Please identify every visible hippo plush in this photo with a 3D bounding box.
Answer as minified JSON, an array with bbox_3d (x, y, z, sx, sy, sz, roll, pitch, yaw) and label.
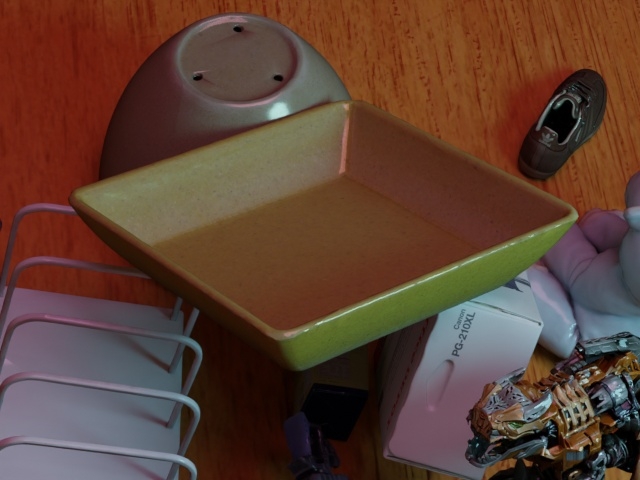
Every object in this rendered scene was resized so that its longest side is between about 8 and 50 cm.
[{"bbox_3d":[0.306,0.027,2.026,0.234,0.236,0.294,23,49,0],"label":"hippo plush"}]

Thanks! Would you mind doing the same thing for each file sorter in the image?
[{"bbox_3d":[-0.209,0.124,1.822,0.193,0.173,0.277,9,50,-12],"label":"file sorter"}]

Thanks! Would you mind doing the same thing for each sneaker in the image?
[{"bbox_3d":[0.288,-0.145,2.266,0.066,0.071,0.188,29,50,6],"label":"sneaker"}]

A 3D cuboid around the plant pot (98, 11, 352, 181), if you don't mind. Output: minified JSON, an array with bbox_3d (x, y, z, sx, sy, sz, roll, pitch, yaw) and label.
[{"bbox_3d":[-0.086,-0.117,2.008,0.284,0.191,0.284,1,50,-1],"label":"plant pot"}]

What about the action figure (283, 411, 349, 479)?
[{"bbox_3d":[0.090,0.284,1.786,0.330,0.178,0.341,-1,61,-38],"label":"action figure"}]

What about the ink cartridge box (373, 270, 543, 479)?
[{"bbox_3d":[0.125,0.097,1.890,0.100,0.172,0.237,17,18,-7],"label":"ink cartridge box"}]

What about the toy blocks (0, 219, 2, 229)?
[{"bbox_3d":[-0.479,-0.065,1.825,0.309,0.260,0.288,38,50,13],"label":"toy blocks"}]

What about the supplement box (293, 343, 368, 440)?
[{"bbox_3d":[0.010,0.136,1.941,0.056,0.083,0.083,9,51,-12],"label":"supplement box"}]

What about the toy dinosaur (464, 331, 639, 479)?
[{"bbox_3d":[0.259,0.173,1.735,0.322,0.218,0.164,6,28,-18],"label":"toy dinosaur"}]

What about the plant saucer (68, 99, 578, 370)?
[{"bbox_3d":[0.000,0.000,1.762,0.333,0.081,0.333,-21,34,-31],"label":"plant saucer"}]
